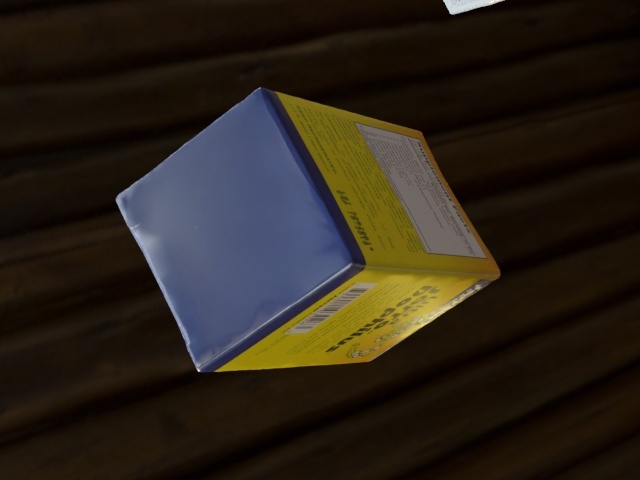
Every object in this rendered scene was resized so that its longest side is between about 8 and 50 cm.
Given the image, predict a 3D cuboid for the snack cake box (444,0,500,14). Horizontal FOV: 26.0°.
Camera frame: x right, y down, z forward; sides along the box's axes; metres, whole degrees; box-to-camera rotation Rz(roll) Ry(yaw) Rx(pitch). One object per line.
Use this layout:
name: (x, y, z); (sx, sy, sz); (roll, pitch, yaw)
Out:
snack cake box: (0.153, -0.248, 0.880); (0.089, 0.264, 0.152); (-34, -75, -25)

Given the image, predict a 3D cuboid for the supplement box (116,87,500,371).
supplement box: (0.000, 0.000, 1.402); (0.356, 0.195, 0.194); (6, -128, -61)
